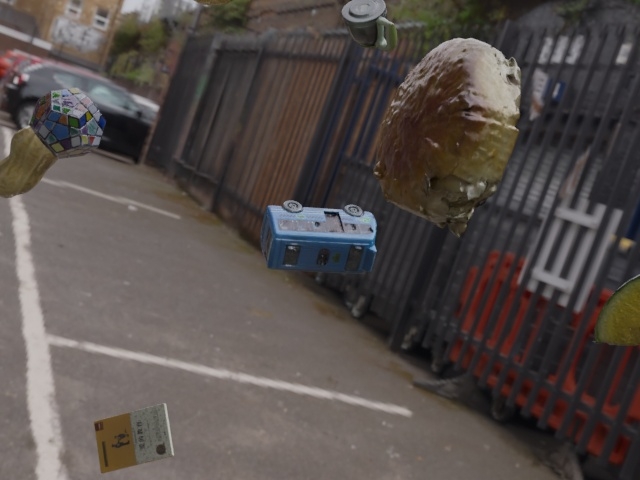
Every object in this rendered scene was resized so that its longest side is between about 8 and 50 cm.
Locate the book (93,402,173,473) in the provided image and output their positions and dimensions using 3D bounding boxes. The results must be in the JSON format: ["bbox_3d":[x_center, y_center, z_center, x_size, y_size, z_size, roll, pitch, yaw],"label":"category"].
[{"bbox_3d":[-0.413,0.437,1.905,0.172,0.118,0.012,-16,-19,8],"label":"book"}]

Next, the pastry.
[{"bbox_3d":[0.198,-0.179,1.429,0.136,0.330,0.329,18,4,-25],"label":"pastry"}]

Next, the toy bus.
[{"bbox_3d":[0.000,0.000,1.858,0.246,0.113,0.134,4,36,-14],"label":"toy bus"}]

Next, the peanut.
[{"bbox_3d":[-0.614,-0.168,1.809,0.098,0.214,0.090,27,25,-43],"label":"peanut"}]

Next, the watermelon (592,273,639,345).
[{"bbox_3d":[0.583,0.101,1.376,0.301,0.129,0.123,-10,-16,27],"label":"watermelon"}]

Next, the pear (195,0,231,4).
[{"bbox_3d":[-0.226,-0.592,1.831,0.178,0.178,0.178,19,4,-1],"label":"pear"}]

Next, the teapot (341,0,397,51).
[{"bbox_3d":[0.100,-0.436,1.780,0.091,0.092,0.124,70,2,-47],"label":"teapot"}]

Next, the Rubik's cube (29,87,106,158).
[{"bbox_3d":[-0.379,-0.176,1.296,0.111,0.093,0.111,46,-14,15],"label":"Rubik's cube"}]
